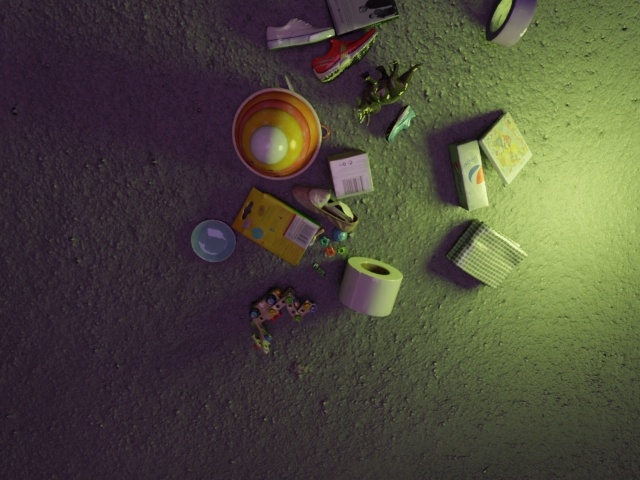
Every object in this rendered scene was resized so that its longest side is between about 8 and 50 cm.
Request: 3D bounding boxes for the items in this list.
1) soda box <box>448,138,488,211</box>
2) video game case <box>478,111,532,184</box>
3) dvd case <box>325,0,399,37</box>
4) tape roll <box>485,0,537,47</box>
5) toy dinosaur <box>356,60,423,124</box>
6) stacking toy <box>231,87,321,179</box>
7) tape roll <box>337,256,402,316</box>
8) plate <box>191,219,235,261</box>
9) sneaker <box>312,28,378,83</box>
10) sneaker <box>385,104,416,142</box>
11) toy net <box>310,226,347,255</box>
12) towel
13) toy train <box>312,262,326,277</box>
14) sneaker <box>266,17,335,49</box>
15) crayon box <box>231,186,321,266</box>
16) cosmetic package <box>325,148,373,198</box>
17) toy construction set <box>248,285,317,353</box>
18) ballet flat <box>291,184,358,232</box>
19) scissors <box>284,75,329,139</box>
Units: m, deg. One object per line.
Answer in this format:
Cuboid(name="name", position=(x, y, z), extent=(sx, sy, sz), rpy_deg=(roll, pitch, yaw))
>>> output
Cuboid(name="soda box", position=(0.621, -0.275, 1.686), extent=(0.091, 0.098, 0.286), rpy_deg=(-17, 107, 0))
Cuboid(name="video game case", position=(0.766, -0.380, 1.655), extent=(0.206, 0.026, 0.227), rpy_deg=(-45, 107, -20))
Cuboid(name="dvd case", position=(0.148, -0.866, 1.470), extent=(0.238, 0.029, 0.179), rpy_deg=(-17, 89, 1))
Cuboid(name="tape roll", position=(0.696, -0.820, 1.475), extent=(0.080, 0.189, 0.189), rpy_deg=(14, 105, -8))
Cuboid(name="toy dinosaur", position=(0.252, -0.592, 1.564), extent=(0.313, 0.121, 0.160), rpy_deg=(-28, 119, -1))
Cuboid(name="stacking toy", position=(-0.172, -0.350, 1.385), extent=(0.350, 0.480, 0.351), rpy_deg=(0, 108, 0))
Cuboid(name="tape roll", position=(0.210, 0.192, 1.719), extent=(0.246, 0.246, 0.169), rpy_deg=(12, 106, -8))
Cuboid(name="plate", position=(-0.456, 0.000, 1.718), extent=(0.188, 0.024, 0.188), rpy_deg=(-1, 108, -4))
Cuboid(name="sneaker", position=(0.089, -0.717, 1.506), extent=(0.279, 0.107, 0.118), rpy_deg=(-35, 93, 2))
Cuboid(name="sneaker", position=(0.327, -0.461, 1.622), extent=(0.073, 0.063, 0.162), rpy_deg=(33, 102, -17))
Cuboid(name="toy net", position=(0.000, 0.000, 1.748), extent=(0.232, 0.045, 0.122), rpy_deg=(2, 109, -4))
Cuboid(name="towel", position=(0.744, 0.067, 1.789), extent=(0.283, 0.121, 0.235), rpy_deg=(30, 103, -13))
Cuboid(name="toy train", position=(-0.004, 0.133, 1.801), extent=(0.023, 0.017, 0.083), rpy_deg=(-43, 106, -3))
Cuboid(name="sneaker", position=(-0.078, -0.765, 1.470), extent=(0.258, 0.094, 0.091), rpy_deg=(-7, 111, 3))
Cuboid(name="crayon box", position=(-0.182, -0.061, 1.671), extent=(0.318, 0.081, 0.202), rpy_deg=(32, 103, -1))
Cuboid(name="cosmetic package", position=(0.112, -0.268, 1.599), extent=(0.151, 0.184, 0.152), rpy_deg=(-13, 108, -1))
Cuboid(name="toy construction set", position=(-0.192, 0.336, 1.789), extent=(0.327, 0.151, 0.215), rpy_deg=(-43, 106, -3))
Cuboid(name="ballet flat", position=(0.032, -0.149, 1.664), extent=(0.316, 0.108, 0.106), rpy_deg=(31, 144, -20))
Cuboid(name="scissors", position=(-0.080, -0.499, 1.596), extent=(0.109, 0.021, 0.297), rpy_deg=(-38, 108, 9))
